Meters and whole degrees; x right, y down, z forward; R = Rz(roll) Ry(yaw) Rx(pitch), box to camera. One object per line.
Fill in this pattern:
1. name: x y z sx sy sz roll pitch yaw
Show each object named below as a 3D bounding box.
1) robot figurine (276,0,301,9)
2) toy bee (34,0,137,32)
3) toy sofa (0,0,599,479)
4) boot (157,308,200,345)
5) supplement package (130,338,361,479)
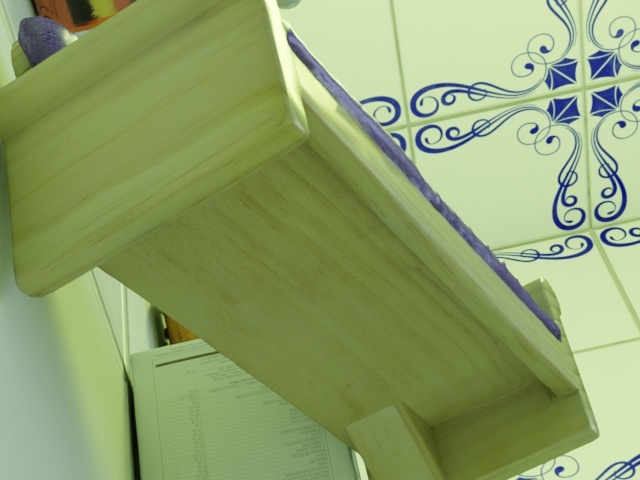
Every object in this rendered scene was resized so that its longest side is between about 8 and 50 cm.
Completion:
1. robot figurine: -0.070 -0.426 1.446 0.353 0.300 0.200 66 -7 -26
2. toy bee: -0.118 -0.232 0.968 0.195 0.162 0.298 76 0 -46
3. toy sofa: 0.000 0.000 0.740 0.362 0.150 0.177 42 26 -46
4. boot: -0.075 0.123 1.249 0.295 0.104 0.211 19 59 -86
5. supplement package: -0.036 0.192 0.888 0.134 0.139 0.244 78 1 -48
